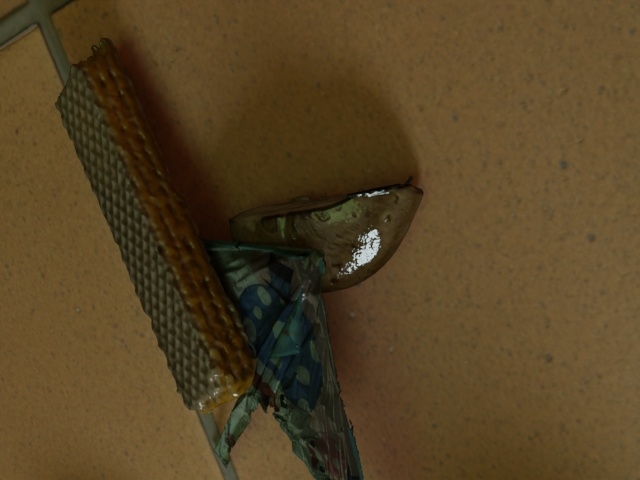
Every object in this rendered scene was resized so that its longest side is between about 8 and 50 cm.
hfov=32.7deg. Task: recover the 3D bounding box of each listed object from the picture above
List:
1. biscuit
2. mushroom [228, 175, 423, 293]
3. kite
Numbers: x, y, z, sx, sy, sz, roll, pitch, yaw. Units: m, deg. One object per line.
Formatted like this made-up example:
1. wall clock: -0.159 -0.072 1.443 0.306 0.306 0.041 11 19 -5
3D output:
1. biscuit: -0.165 -0.015 1.072 0.094 0.054 0.379 -35 77 55
2. mushroom: 0.000 0.001 1.003 0.210 0.072 0.094 -7 109 34
3. kite: -0.055 0.126 1.047 0.406 0.014 0.368 53 142 23
